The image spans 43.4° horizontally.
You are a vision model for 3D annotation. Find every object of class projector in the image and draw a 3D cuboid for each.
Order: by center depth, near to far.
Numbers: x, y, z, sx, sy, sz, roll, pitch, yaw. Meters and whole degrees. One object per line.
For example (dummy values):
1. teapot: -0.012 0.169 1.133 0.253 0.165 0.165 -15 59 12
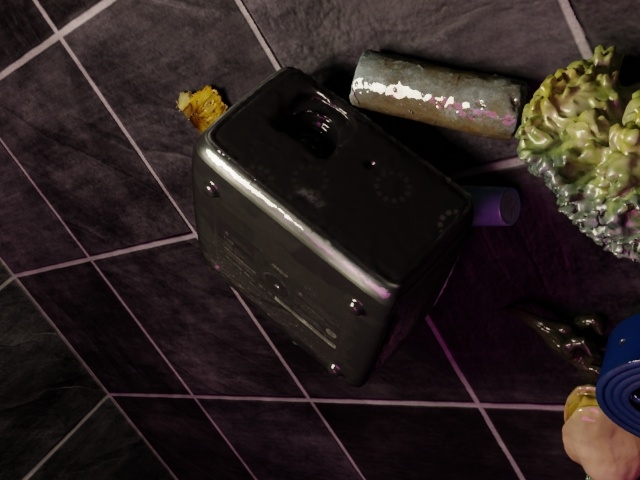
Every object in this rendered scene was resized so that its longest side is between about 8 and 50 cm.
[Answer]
1. projector: 0.000 0.000 1.289 0.395 0.242 0.405 38 154 14

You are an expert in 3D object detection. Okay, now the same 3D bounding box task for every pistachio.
1. pistachio: 0.481 0.322 1.344 0.145 0.117 0.201 -8 118 27

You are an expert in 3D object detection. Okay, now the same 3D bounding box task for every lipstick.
1. lipstick: 0.184 -0.057 1.281 0.274 0.061 0.068 4 150 46

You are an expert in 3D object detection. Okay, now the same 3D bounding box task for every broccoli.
1. broccoli: 0.405 -0.112 0.915 0.293 0.348 0.281 17 116 -30

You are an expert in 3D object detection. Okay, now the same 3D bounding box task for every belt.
1. belt: 0.571 0.205 1.115 0.346 0.117 0.213 10 130 25

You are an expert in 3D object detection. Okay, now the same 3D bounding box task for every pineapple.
1. pineapple: -0.230 -0.237 1.470 0.114 0.077 0.114 34 140 33

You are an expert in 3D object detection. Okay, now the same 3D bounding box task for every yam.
1. yam: 0.165 -0.204 1.130 0.259 0.093 0.093 18 137 27

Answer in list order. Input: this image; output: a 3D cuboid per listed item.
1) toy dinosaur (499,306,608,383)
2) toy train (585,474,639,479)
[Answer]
1. toy dinosaur: 0.390 0.184 1.311 0.178 0.087 0.187 -22 109 49
2. toy train: 0.549 0.444 1.406 0.170 0.071 0.111 15 168 26
